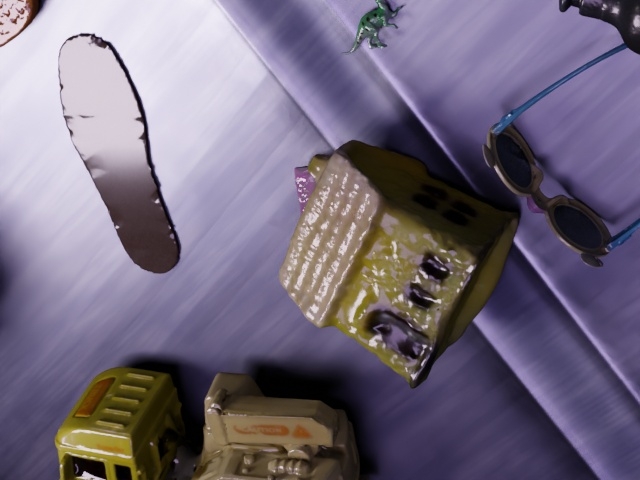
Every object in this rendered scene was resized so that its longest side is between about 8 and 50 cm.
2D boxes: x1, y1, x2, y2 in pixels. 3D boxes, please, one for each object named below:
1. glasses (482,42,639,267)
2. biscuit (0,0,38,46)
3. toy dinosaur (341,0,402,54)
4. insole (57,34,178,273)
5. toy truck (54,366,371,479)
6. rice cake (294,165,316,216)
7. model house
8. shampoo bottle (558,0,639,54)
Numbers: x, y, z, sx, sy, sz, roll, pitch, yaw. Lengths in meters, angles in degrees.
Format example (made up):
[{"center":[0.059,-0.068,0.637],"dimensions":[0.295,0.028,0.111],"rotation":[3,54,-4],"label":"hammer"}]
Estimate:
[{"center":[0.303,-0.107,1.456],"dimensions":[0.189,0.088,0.220],"rotation":[45,105,-7],"label":"glasses"},{"center":[-0.435,-0.309,1.627],"dimensions":[0.186,0.036,0.192],"rotation":[-21,110,28],"label":"biscuit"},{"center":[0.050,-0.236,1.487],"dimensions":[0.083,0.021,0.062],"rotation":[-13,107,23],"label":"toy dinosaur"},{"center":[-0.249,-0.100,1.697],"dimensions":[0.111,0.007,0.327],"rotation":[-4,117,25],"label":"insole"},{"center":[-0.141,0.286,1.780],"dimensions":[0.405,0.180,0.254],"rotation":[7,123,17],"label":"toy truck"},{"center":[0.000,0.000,1.639],"dimensions":[0.047,0.036,0.206],"rotation":[0,119,8],"label":"rice cake"},{"center":[0.075,0.011,1.545],"dimensions":[0.234,0.175,0.193],"rotation":[33,120,15],"label":"model house"},{"center":[0.368,-0.216,1.323],"dimensions":[0.284,0.101,0.101],"rotation":[13,123,14],"label":"shampoo bottle"}]
